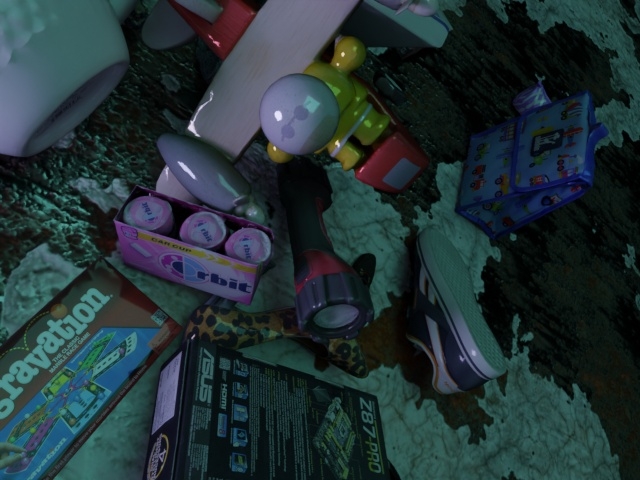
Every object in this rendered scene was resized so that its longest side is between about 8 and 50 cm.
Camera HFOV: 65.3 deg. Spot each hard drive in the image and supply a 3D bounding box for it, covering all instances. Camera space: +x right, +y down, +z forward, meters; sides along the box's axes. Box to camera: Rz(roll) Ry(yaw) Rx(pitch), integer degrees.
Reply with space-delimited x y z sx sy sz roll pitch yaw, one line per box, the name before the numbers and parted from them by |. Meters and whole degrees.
hard drive | 0.048 -0.394 0.853 0.210 0.319 0.040 20 101 -27

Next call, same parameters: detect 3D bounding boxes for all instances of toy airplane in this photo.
toy airplane | -0.046 -0.202 0.603 0.385 0.385 0.272 -6 34 -1

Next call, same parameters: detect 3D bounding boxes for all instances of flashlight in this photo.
flashlight | 0.000 0.000 0.741 0.103 0.103 0.304 -9 45 -2

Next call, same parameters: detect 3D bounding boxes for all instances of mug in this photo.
mug | -0.360 -0.297 0.547 0.328 0.276 0.374 46 60 -17

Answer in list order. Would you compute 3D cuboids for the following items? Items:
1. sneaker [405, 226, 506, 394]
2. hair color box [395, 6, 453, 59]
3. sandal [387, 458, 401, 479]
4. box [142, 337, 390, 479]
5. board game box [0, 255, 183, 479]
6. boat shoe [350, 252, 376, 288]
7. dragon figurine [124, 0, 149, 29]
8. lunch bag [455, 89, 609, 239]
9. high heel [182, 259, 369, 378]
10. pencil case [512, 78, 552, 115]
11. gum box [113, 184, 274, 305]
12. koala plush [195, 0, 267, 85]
sneaker | 0.209 0.118 0.898 0.126 0.127 0.321 27 36 -31
hair color box | 0.224 -0.489 1.144 0.167 0.053 0.093 -38 98 -35
sandal | 0.101 0.385 0.763 0.040 0.067 0.179 -31 95 -25
box | -0.045 0.336 0.564 0.318 0.097 0.394 24 40 -29
board game box | -0.308 0.163 0.585 0.145 0.027 0.281 45 55 -12
boat shoe | 0.068 0.072 0.859 0.049 0.042 0.133 41 55 -13
dragon figurine | -0.288 -0.444 0.765 0.085 0.144 0.289 13 48 -28
lunch bag | 0.449 -0.159 1.033 0.138 0.293 0.220 32 59 -22
high heel | -0.060 0.162 0.715 0.261 0.093 0.186 43 58 -6
pencil case | 0.597 -0.315 1.313 0.206 0.088 0.086 45 57 -12
gum box | -0.156 0.011 0.644 0.189 0.107 0.062 18 55 -2
koala plush | -0.080 -0.323 0.779 0.196 0.221 0.203 17 66 -29
